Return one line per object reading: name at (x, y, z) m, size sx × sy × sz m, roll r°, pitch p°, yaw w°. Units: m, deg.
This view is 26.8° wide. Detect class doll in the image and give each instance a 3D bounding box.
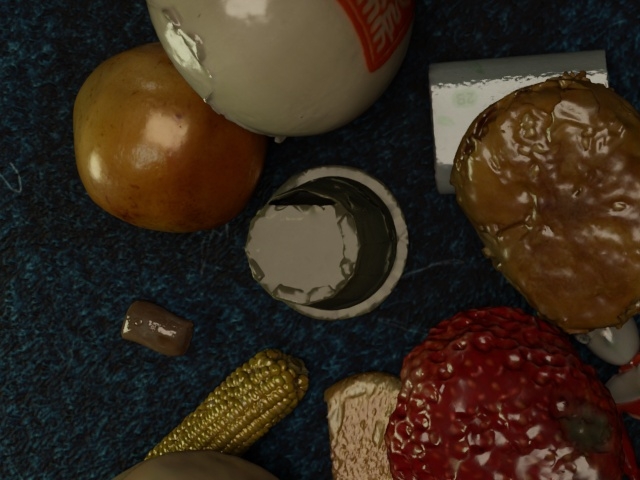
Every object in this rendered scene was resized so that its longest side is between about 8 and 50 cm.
doll at (0.440, 0.218, 1.689) m, size 0.188 × 0.099 × 0.384 m, roll -36°, pitch 89°, yaw 16°

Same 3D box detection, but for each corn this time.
corn at (-0.139, 0.255, 1.809) m, size 0.292 × 0.101 × 0.101 m, roll -40°, pitch 84°, yaw 13°

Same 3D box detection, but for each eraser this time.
eraser at (0.258, -0.150, 1.718) m, size 0.227 × 0.081 × 0.174 m, roll -3°, pitch 93°, yaw 11°

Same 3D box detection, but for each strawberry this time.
strawberry at (0.214, 0.228, 1.614) m, size 0.292 × 0.310 × 0.291 m, roll 0°, pitch 91°, yaw 3°

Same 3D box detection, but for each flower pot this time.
flower pot at (0.000, 0.000, 1.720) m, size 0.212 × 0.202 × 0.212 m, roll 0°, pitch 88°, yaw 10°

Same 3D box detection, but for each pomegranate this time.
pomegranate at (-0.191, -0.142, 1.729) m, size 0.264 × 0.264 × 0.264 m, roll 0°, pitch 92°, yaw 12°

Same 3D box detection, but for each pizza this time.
pizza at (0.090, 0.307, 1.789) m, size 0.181 × 0.034 × 0.262 m, roll 3°, pitch 89°, yaw 12°

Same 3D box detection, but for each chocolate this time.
chocolate at (-0.229, 0.125, 1.855) m, size 0.101 × 0.031 × 0.064 m, roll 24°, pitch 101°, yaw 9°

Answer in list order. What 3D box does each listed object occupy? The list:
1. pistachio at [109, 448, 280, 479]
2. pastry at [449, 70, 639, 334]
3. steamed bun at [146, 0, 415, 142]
pistachio at (-0.142, 0.481, 1.714) m, size 0.365 × 0.281 × 0.445 m, roll -33°, pitch 100°, yaw -21°
pastry at (0.302, -0.049, 1.606) m, size 0.255 × 0.162 × 0.311 m, roll -20°, pitch 103°, yaw 28°
steamed bun at (-0.027, -0.321, 1.618) m, size 0.241 × 0.374 × 0.374 m, roll -27°, pitch 86°, yaw 37°
